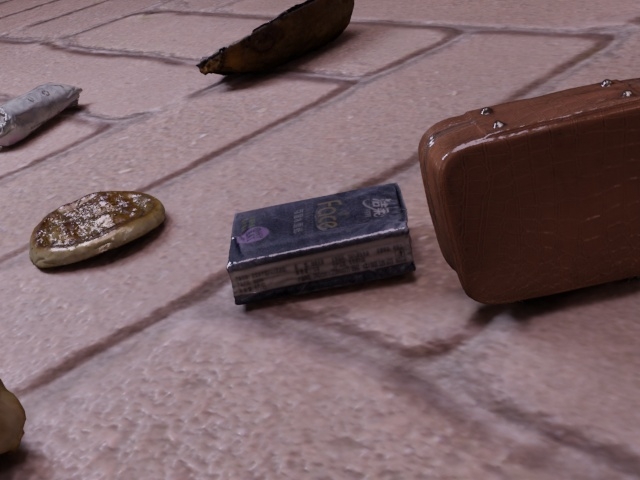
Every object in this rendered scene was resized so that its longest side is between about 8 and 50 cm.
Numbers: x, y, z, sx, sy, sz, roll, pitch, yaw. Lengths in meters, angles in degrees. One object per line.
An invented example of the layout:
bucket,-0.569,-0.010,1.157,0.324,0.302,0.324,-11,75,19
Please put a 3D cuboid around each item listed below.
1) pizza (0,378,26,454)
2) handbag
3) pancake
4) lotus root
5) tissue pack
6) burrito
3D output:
pizza,-0.397,0.161,0.587,0.391,0.080,0.435,-20,29,-15
handbag,0.179,-0.032,0.647,0.193,0.151,0.072,-15,23,-2
pancake,-0.236,-0.017,0.924,0.158,0.028,0.158,-12,25,5
lotus root,-0.059,-0.319,1.406,0.167,0.078,0.329,-17,16,49
tissue pack,0.000,0.000,0.767,0.156,0.051,0.112,-10,25,4
burrito,-0.434,-0.196,1.329,0.064,0.064,0.203,-1,27,21
